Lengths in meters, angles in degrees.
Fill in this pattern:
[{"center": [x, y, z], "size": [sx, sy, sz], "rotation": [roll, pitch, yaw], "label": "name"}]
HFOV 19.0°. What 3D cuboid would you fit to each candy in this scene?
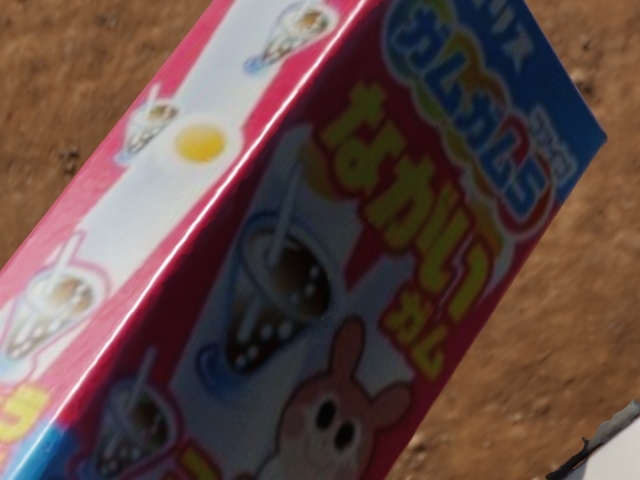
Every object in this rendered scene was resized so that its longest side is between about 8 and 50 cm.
[{"center": [-0.021, 0.017, 0.753], "size": [0.306, 0.100, 0.157], "rotation": [-55, 130, -21], "label": "candy"}]

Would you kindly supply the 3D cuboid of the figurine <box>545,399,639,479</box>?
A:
[{"center": [0.204, 0.147, 0.838], "size": [0.237, 0.162, 0.141], "rotation": [14, 38, -52], "label": "figurine"}]
